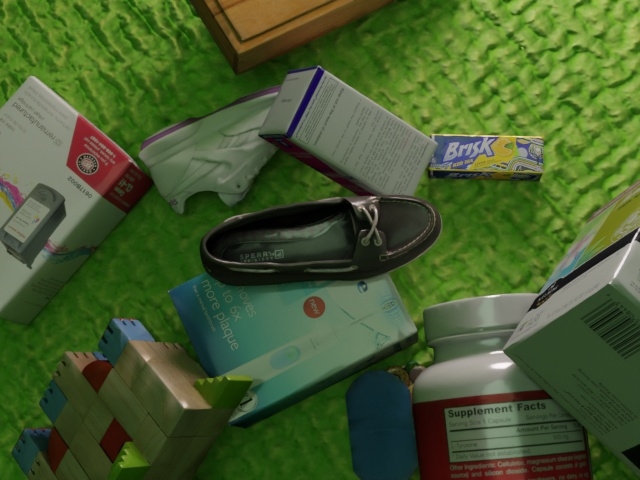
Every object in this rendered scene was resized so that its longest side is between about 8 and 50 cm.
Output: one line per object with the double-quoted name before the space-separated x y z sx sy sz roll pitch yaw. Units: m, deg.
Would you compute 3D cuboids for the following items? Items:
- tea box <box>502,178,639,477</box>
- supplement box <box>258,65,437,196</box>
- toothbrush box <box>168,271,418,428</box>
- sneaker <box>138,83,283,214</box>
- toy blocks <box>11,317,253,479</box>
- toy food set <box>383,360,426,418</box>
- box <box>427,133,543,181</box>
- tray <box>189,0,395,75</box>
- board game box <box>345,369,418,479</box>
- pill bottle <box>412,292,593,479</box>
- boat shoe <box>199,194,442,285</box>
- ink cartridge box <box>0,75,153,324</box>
"tea box" 0.469 0.110 1.312 0.329 0.220 0.323 42 50 -1
"supplement box" 0.040 -0.146 1.508 0.220 0.111 0.114 28 83 -23
"toothbrush box" -0.034 0.111 1.509 0.296 0.126 0.216 -26 77 -1
"sneaker" -0.114 -0.141 1.592 0.305 0.114 0.152 -23 97 1
"toy blocks" -0.290 0.262 1.468 0.261 0.191 0.381 44 111 35
"toy food set" 0.133 0.218 1.524 0.083 0.020 0.083 -13 78 3
"box" 0.246 -0.124 1.560 0.169 0.054 0.059 2 79 7
"tray" 0.003 -0.429 1.583 0.411 0.076 0.202 -28 77 -16
"board game box" 0.097 0.268 1.488 0.133 0.033 0.168 -17 76 47
"pill bottle" 0.243 0.284 1.394 0.229 0.229 0.407 -6 78 5
"boat shoe" 0.000 0.000 1.415 0.335 0.095 0.112 -10 76 4
"ink cartridge box" -0.442 -0.058 1.583 0.226 0.131 0.306 39 84 11
